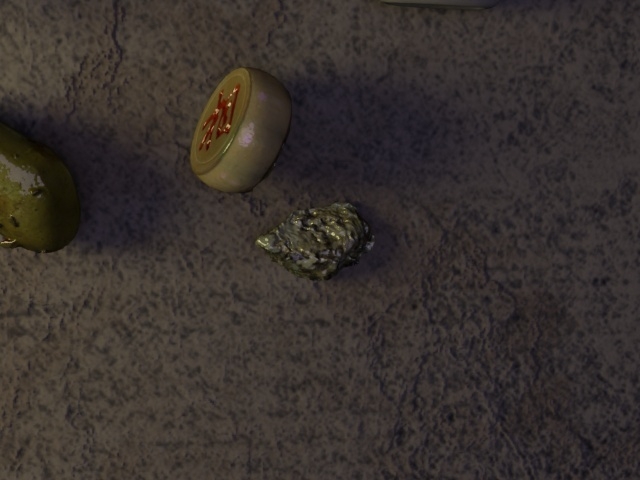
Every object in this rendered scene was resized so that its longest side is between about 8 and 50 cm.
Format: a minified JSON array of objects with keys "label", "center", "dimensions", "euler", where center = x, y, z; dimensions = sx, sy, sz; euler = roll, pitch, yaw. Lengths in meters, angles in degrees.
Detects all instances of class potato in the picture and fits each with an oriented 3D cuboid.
[{"label":"potato","center":[-0.309,-0.066,0.859],"dimensions":[0.188,0.085,0.105],"euler":[34,116,-9]}]

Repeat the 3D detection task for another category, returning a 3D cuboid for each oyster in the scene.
[{"label":"oyster","center":[-0.001,-0.001,0.934],"dimensions":[0.100,0.037,0.098],"euler":[-45,103,2]}]

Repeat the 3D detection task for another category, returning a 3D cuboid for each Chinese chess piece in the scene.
[{"label":"Chinese chess piece","center":[-0.077,-0.105,0.861],"dimensions":[0.051,0.122,0.122],"euler":[22,97,-30]}]

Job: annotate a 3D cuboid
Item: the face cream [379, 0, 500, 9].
[{"label":"face cream","center":[0.119,-0.373,0.864],"dimensions":[0.144,0.071,0.291],"euler":[-1,101,-9]}]
